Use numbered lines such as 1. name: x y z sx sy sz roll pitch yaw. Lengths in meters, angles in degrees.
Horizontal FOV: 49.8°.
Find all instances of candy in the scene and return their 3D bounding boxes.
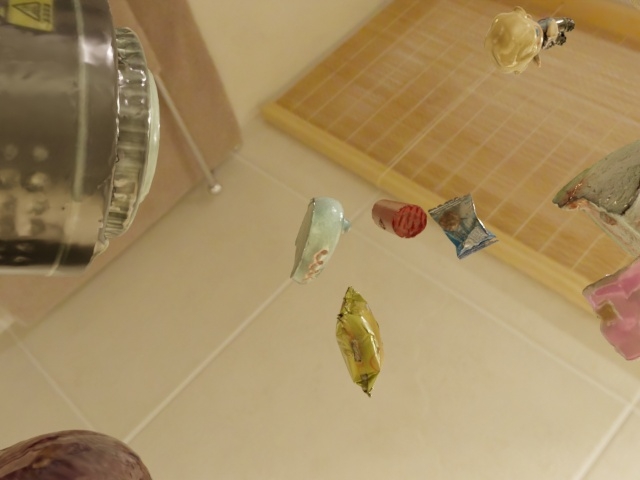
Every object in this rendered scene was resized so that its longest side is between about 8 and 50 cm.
1. candy: 0.468 0.042 0.864 0.116 0.265 0.155 58 -40 21
2. candy: 0.280 -0.028 1.343 0.136 0.088 0.038 53 23 -24

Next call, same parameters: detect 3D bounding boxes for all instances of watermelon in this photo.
1. watermelon: 0.561 -0.031 1.195 0.320 0.214 0.289 -20 -87 46

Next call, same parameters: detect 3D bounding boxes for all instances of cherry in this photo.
1. cherry: -0.210 0.217 0.511 0.176 0.176 0.140 109 -29 -70

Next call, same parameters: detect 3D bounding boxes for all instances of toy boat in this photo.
1. toy boat: 0.000 0.000 1.278 0.079 0.134 0.207 15 -36 -8

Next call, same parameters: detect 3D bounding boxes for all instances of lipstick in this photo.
1. lipstick: 0.156 -0.047 1.428 0.073 0.073 0.279 48 0 -6

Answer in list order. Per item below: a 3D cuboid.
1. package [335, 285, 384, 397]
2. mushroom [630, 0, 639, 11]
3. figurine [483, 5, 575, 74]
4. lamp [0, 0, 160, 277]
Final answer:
1. package: 0.092 0.230 1.575 0.168 0.090 0.226 -58 132 -69
2. mushroom: 0.658 -0.427 1.228 0.162 0.236 0.173 -27 -94 51
3. figurine: 0.412 -0.392 1.351 0.108 0.196 0.114 65 -30 24
4. lamp: -0.240 -0.086 0.421 0.205 0.272 0.374 -123 -155 -42
